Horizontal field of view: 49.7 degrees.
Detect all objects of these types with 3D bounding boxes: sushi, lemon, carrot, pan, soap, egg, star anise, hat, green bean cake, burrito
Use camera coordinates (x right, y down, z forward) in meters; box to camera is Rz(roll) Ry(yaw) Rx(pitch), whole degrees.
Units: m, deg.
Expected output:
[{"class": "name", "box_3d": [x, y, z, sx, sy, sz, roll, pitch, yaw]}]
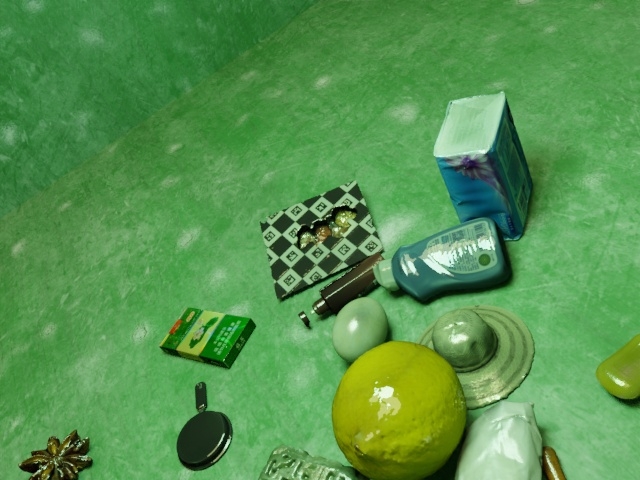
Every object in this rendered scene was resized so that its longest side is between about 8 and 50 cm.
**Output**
[{"class": "sushi", "box_3d": [0.000, 0.000, 1.771, 0.290, 0.050, 0.264, -24, 52, 7]}, {"class": "lemon", "box_3d": [0.136, 0.293, 1.193, 0.236, 0.236, 0.263, -7, 40, 29]}, {"class": "carrot", "box_3d": [0.377, 0.374, 1.109, 0.032, 0.032, 0.093, -24, 43, 10]}, {"class": "pan", "box_3d": [-0.264, 0.398, 1.527, 0.136, 0.028, 0.235, -27, 38, 5]}, {"class": "soap", "box_3d": [0.536, 0.212, 1.165, 0.140, 0.045, 0.089, -35, 40, -6]}, {"class": "egg", "box_3d": [0.084, 0.186, 1.451, 0.114, 0.114, 0.152, 0, 43, 35]}, {"class": "star anise", "box_3d": [-0.621, 0.535, 1.577, 0.177, 0.073, 0.234, -1, 30, 23]}, {"class": "hat", "box_3d": [0.271, 0.192, 1.321, 0.252, 0.110, 0.252, -18, 39, 16]}, {"class": "green bean cake", "box_3d": [-0.018, 0.482, 1.194, 0.227, 0.125, 0.222, 9, 54, 34]}, {"class": "burrito", "box_3d": [0.266, 0.446, 1.048, 0.139, 0.101, 0.445, -9, 44, 25]}]

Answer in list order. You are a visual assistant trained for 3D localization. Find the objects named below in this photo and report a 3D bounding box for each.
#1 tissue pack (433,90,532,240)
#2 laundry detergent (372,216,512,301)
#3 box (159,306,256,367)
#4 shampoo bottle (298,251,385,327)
[{"class": "tissue pack", "box_3d": [0.360, -0.155, 1.515, 0.146, 0.263, 0.198, -4, 46, 32]}, {"class": "laundry detergent", "box_3d": [0.256, 0.053, 1.494, 0.290, 0.094, 0.143, -17, 70, 22]}, {"class": "box", "box_3d": [-0.282, 0.237, 1.713, 0.235, 0.034, 0.132, 5, 51, 38]}, {"class": "shampoo bottle", "box_3d": [0.053, 0.117, 1.593, 0.236, 0.068, 0.067, -33, 37, -5]}]
